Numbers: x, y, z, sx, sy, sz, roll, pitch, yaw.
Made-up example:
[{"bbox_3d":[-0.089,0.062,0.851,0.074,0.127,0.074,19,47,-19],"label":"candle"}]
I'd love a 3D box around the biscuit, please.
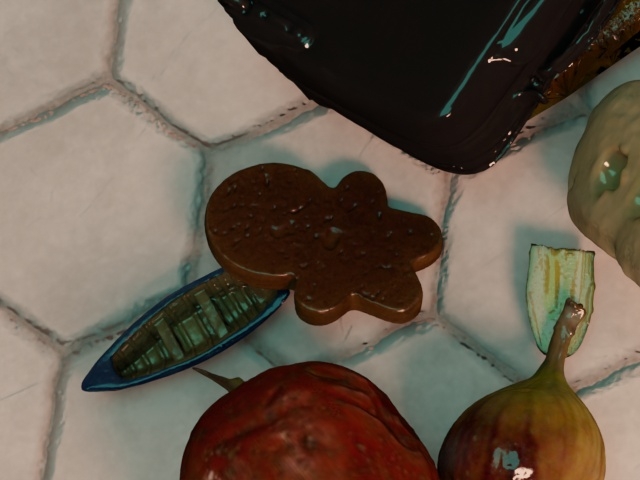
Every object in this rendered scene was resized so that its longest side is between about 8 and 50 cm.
[{"bbox_3d":[0.000,0.000,1.959,0.236,0.039,0.180,20,60,8],"label":"biscuit"}]

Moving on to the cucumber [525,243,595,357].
[{"bbox_3d":[0.230,0.060,1.917,0.067,0.035,0.107,5,83,5],"label":"cucumber"}]

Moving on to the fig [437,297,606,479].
[{"bbox_3d":[0.213,0.174,1.832,0.231,0.160,0.143,-46,47,-12],"label":"fig"}]

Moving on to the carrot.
[{"bbox_3d":[0.258,-0.187,1.963,0.229,0.069,0.069,-35,71,3],"label":"carrot"}]

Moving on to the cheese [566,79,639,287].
[{"bbox_3d":[0.327,-0.045,1.816,0.248,0.251,0.173,26,115,28],"label":"cheese"}]

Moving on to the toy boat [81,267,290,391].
[{"bbox_3d":[-0.135,0.093,1.981,0.229,0.046,0.080,-32,72,3],"label":"toy boat"}]

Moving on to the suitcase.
[{"bbox_3d":[0.122,-0.263,1.919,0.339,0.188,0.345,30,81,35],"label":"suitcase"}]

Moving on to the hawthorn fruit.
[{"bbox_3d":[-0.007,0.239,1.814,0.258,0.258,0.262,-2,61,12],"label":"hawthorn fruit"}]
